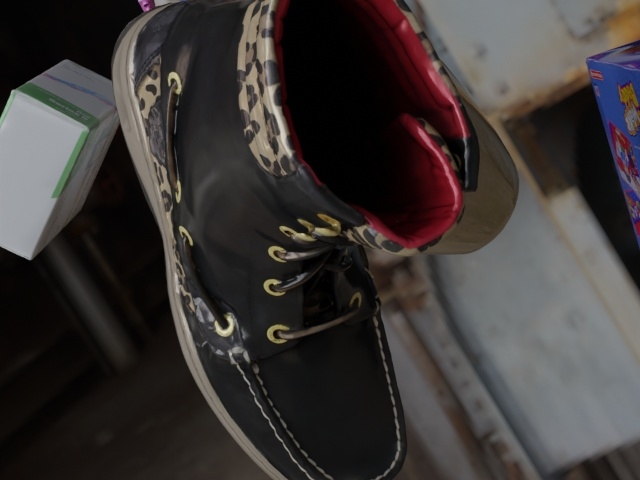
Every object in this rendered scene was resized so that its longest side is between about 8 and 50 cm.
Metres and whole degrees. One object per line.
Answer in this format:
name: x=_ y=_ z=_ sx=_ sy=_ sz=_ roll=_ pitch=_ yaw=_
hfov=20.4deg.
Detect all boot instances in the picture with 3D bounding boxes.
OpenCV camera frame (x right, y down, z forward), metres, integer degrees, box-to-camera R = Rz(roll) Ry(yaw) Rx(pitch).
boot: x=0.000 y=0.000 z=1.152 sx=0.138 sy=0.377 sz=0.284 roll=-20 pitch=3 yaw=-24

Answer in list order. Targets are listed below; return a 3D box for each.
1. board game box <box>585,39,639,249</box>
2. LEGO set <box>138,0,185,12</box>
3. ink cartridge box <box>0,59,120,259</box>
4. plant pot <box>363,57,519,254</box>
board game box: x=0.308 y=-0.036 z=1.378 sx=0.078 sy=0.233 sz=0.347 roll=-18 pitch=9 yaw=-1
LEGO set: x=-0.044 y=-0.209 z=1.375 sx=0.227 sy=0.093 sz=0.087 roll=-17 pitch=-23 yaw=4
ink cartridge box: x=-0.282 y=-0.089 z=1.839 sx=0.154 sy=0.093 sz=0.212 roll=-63 pitch=3 yaw=15
plant pot: x=0.076 y=-0.090 z=1.867 sx=0.256 sy=0.274 sz=0.256 roll=-25 pitch=52 yaw=37
